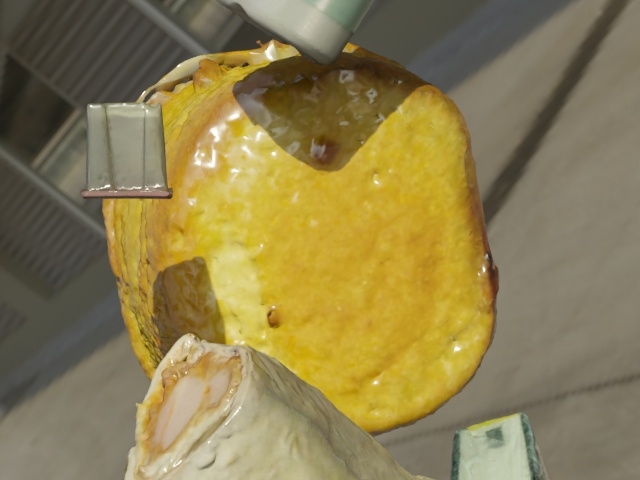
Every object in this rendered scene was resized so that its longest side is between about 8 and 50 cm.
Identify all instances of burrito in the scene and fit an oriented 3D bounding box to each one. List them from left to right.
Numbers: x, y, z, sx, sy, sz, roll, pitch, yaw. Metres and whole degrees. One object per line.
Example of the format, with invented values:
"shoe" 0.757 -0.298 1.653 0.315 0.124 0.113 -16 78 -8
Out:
"burrito" 0.011 0.170 0.984 0.105 0.299 0.143 -36 37 21

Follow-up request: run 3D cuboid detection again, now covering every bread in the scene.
"bread" -0.001 -0.003 1.329 0.337 0.358 0.204 -15 3 -22

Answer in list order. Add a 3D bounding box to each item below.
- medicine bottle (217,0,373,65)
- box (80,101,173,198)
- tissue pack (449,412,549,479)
"medicine bottle" 0.052 -0.301 1.129 0.352 0.110 0.110 -59 9 4
"box" -0.126 -0.058 1.017 0.084 0.060 0.063 -148 59 -83
"tissue pack" 0.169 0.296 1.258 0.081 0.257 0.185 -14 27 12
